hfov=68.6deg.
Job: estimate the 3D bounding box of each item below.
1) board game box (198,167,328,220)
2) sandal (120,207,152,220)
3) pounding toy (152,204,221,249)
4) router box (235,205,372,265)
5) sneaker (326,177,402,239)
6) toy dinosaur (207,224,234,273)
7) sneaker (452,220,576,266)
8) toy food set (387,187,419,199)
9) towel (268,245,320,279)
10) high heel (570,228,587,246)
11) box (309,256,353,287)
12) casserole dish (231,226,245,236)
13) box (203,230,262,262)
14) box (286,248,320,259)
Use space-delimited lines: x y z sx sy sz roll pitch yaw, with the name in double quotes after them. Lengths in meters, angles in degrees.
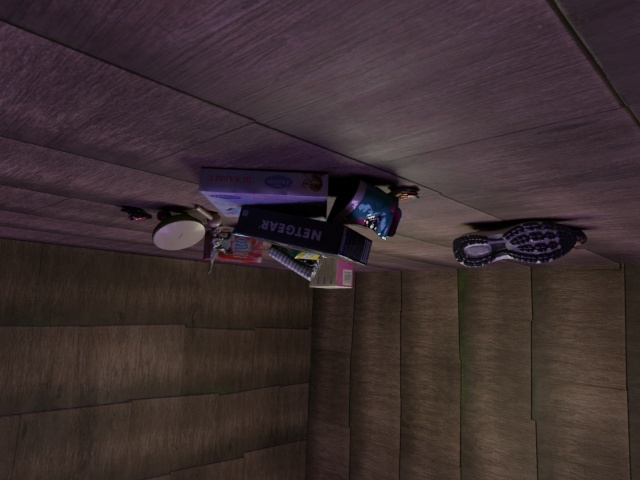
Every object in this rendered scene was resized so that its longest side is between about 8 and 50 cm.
-0.138 -0.119 1.297 0.319 0.065 0.318 3 172 0 "board game box"
-0.675 -0.089 1.732 0.067 0.040 0.179 2 172 5 "sandal"
-0.498 -0.072 1.690 0.237 0.110 0.183 -29 152 10 "pounding toy"
-0.039 -0.011 1.301 0.309 0.080 0.243 12 176 23 "router box"
0.129 -0.072 1.301 0.179 0.123 0.295 24 166 -9 "sneaker"
-0.439 0.024 2.054 0.118 0.268 0.064 -18 -135 -40 "toy dinosaur"
0.703 -0.014 1.714 0.411 0.157 0.182 -5 -160 32 "sneaker"
0.231 -0.128 1.290 0.083 0.020 0.083 -3 169 34 "toy food set"
-0.115 0.078 2.183 0.235 0.121 0.283 31 174 5 "towel"
0.866 0.013 1.799 0.186 0.093 0.261 13 159 -24 "high heel"
0.059 0.152 2.564 0.118 0.213 0.243 9 169 -37 "box"
-0.289 -0.035 1.963 0.189 0.036 0.114 4 175 44 "casserole dish"
-0.410 0.036 2.202 0.257 0.128 0.123 6 171 -26 "box"
-0.069 0.025 1.806 0.105 0.043 0.179 46 -163 24 "box"
